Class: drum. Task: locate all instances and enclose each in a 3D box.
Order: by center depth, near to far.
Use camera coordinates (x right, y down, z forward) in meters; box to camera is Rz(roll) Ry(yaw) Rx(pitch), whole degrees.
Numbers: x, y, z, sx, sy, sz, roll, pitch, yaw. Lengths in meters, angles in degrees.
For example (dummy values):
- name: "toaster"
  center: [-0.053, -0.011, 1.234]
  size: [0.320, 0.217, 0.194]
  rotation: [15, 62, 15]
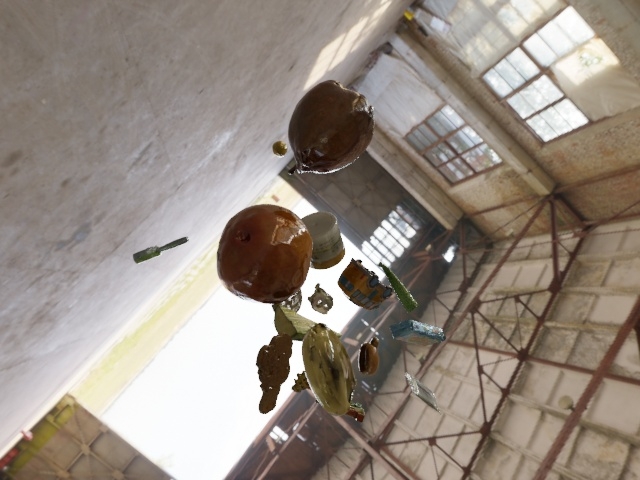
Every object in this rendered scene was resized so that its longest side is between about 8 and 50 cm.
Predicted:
- name: "drum"
  center: [-0.694, 0.040, 1.749]
  size: [0.253, 0.049, 0.130]
  rotation: [-20, -175, 23]

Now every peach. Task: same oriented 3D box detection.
- name: "peach"
  center: [-0.190, 0.040, 1.357]
  size: [0.343, 0.343, 0.301]
  rotation: [-47, 145, 5]

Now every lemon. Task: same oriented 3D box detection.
- name: "lemon"
  center: [-0.167, -0.375, 1.672]
  size: [0.065, 0.065, 0.092]
  rotation: [-45, -158, 14]

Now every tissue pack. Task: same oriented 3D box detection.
- name: "tissue pack"
  center: [0.452, 0.672, 1.802]
  size: [0.026, 0.193, 0.122]
  rotation: [-44, -163, 16]

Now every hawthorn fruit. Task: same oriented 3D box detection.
- name: "hawthorn fruit"
  center: [0.029, -0.393, 1.439]
  size: [0.325, 0.308, 0.308]
  rotation: [-40, -178, -29]

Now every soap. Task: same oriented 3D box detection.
- name: "soap"
  center: [0.532, 0.505, 2.211]
  size: [0.156, 0.293, 0.077]
  rotation: [-41, -141, 48]

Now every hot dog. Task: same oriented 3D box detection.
- name: "hot dog"
  center: [0.184, 0.433, 1.534]
  size: [0.090, 0.060, 0.140]
  rotation: [-12, -103, 59]

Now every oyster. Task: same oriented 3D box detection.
- name: "oyster"
  center: [0.002, 0.349, 2.476]
  size: [0.081, 0.163, 0.191]
  rotation: [-137, -130, -78]

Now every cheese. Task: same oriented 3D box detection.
- name: "cheese"
  center: [0.026, 0.439, 1.452]
  size: [0.128, 0.316, 0.259]
  rotation: [-17, -162, 11]

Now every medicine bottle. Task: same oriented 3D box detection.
- name: "medicine bottle"
  center: [0.000, 0.000, 2.189]
  size: [0.237, 0.232, 0.238]
  rotation: [-11, -141, 9]

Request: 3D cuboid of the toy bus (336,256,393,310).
- name: "toy bus"
  center: [0.155, 0.167, 1.464]
  size: [0.136, 0.209, 0.126]
  rotation: [-48, -136, 3]

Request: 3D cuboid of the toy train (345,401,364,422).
- name: "toy train"
  center: [0.190, 1.064, 2.559]
  size: [0.118, 0.176, 0.074]
  rotation: [-75, 180, -80]

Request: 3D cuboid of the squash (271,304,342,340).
- name: "squash"
  center: [-0.070, 0.408, 1.892]
  size: [0.203, 0.288, 0.111]
  rotation: [45, -69, 40]

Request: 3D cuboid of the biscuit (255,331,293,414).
- name: "biscuit"
  center: [-0.193, 0.526, 1.641]
  size: [0.047, 0.183, 0.320]
  rotation: [-12, -115, 39]

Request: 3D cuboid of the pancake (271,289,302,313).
- name: "pancake"
  center: [-0.172, 0.248, 2.056]
  size: [0.049, 0.294, 0.294]
  rotation: [-14, -158, 25]

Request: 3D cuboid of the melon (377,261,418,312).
- name: "melon"
  center: [0.332, 0.189, 1.758]
  size: [0.053, 0.262, 0.114]
  rotation: [-39, 157, 14]

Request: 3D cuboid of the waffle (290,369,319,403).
- name: "waffle"
  center: [-0.040, 0.706, 1.966]
  size: [0.051, 0.194, 0.149]
  rotation: [-150, -102, -80]
